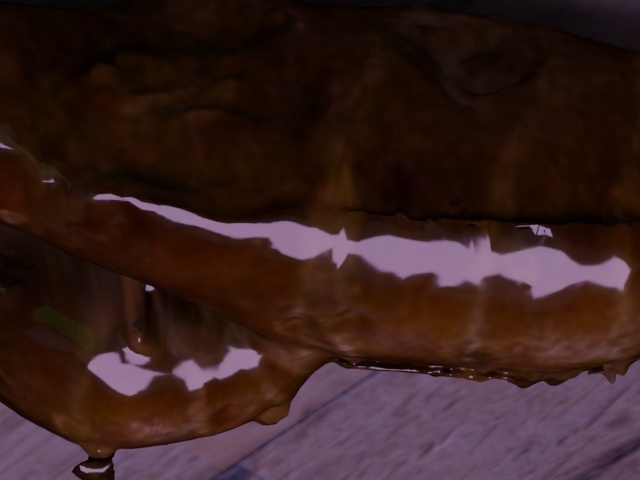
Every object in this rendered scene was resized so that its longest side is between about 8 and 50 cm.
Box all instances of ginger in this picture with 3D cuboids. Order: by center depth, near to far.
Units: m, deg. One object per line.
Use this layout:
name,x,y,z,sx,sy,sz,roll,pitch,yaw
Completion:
ginger,0.000,0.000,0.811,0.418,0.176,0.254,1,141,-8
